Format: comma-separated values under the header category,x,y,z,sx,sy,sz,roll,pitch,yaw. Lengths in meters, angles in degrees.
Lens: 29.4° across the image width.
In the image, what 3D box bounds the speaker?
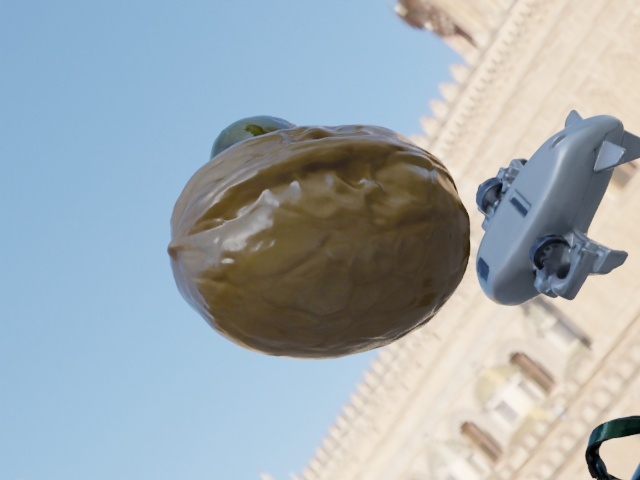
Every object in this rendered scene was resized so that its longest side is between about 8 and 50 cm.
category,x,y,z,sx,sy,sz,roll,pitch,yaw
speaker,0.229,0.153,0.825,0.060,0.094,0.075,-22,-42,-50

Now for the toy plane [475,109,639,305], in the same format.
category,x,y,z,sx,sy,sz,roll,pitch,yaw
toy plane,0.184,-0.022,0.954,0.080,0.174,0.174,23,-66,-29

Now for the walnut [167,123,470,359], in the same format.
category,x,y,z,sx,sy,sz,roll,pitch,yaw
walnut,0.000,0.000,0.797,0.207,0.159,0.159,-5,-40,-21

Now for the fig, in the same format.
category,x,y,z,sx,sy,sz,roll,pitch,yaw
fig,-0.054,-0.067,1.291,0.121,0.136,0.153,-12,11,16
